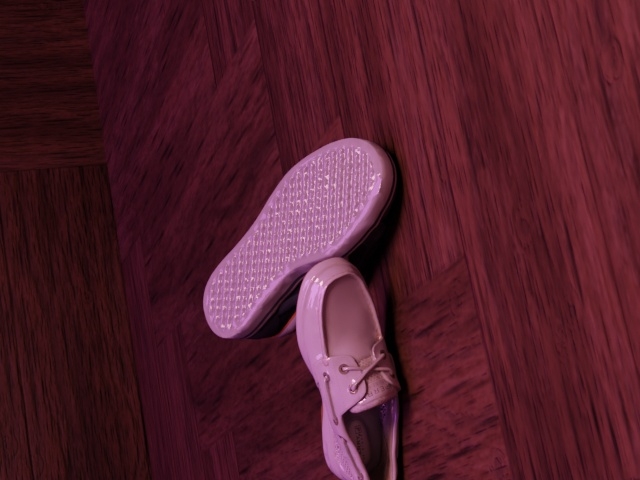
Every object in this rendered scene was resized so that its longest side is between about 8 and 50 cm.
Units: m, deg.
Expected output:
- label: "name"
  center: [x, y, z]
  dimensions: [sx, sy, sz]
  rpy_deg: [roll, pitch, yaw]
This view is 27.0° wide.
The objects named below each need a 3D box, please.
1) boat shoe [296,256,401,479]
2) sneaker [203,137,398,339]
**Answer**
- label: "boat shoe"
  center: [0.046, 0.152, 1.448]
  dimensions: [0.096, 0.098, 0.277]
  rpy_deg: [30, 136, 57]
- label: "sneaker"
  center: [0.000, 0.000, 1.519]
  dimensions: [0.321, 0.127, 0.126]
  rpy_deg: [-43, 57, 36]
